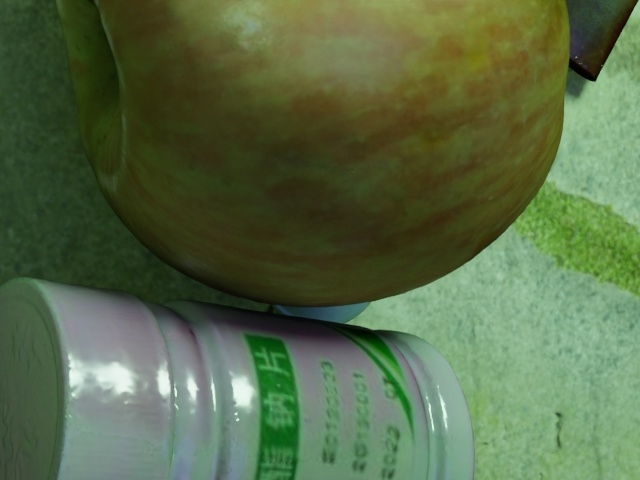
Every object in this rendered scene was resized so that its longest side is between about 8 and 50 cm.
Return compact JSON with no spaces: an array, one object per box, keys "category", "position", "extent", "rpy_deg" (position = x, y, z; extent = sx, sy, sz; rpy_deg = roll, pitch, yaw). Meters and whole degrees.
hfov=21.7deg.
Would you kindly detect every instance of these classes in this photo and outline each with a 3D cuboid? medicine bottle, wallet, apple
[{"category":"medicine bottle","position":[-0.076,0.148,1.170],"extent":[0.325,0.212,0.212],"rpy_deg":[11,90,-33]},{"category":"wallet","position":[0.256,-0.283,1.505],"extent":[0.137,0.031,0.255],"rpy_deg":[33,81,-26]},{"category":"apple","position":[-0.005,-0.149,1.187],"extent":[0.346,0.391,0.391],"rpy_deg":[-10,100,-13]}]

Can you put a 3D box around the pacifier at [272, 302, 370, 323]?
[{"category":"pacifier","position":[0.000,0.000,1.362],"extent":[0.127,0.116,0.150],"rpy_deg":[8,95,-14]}]
